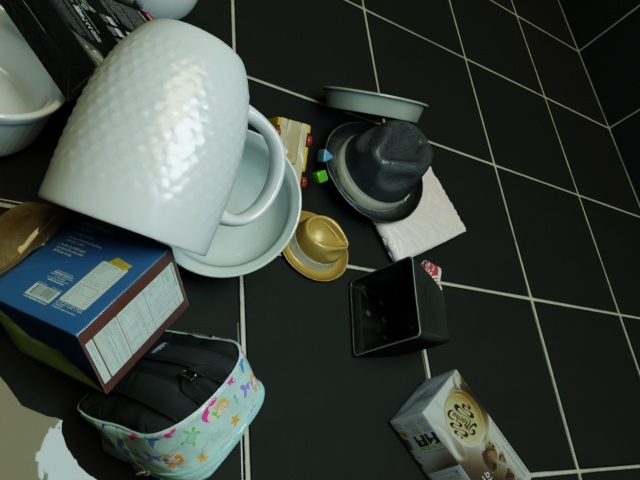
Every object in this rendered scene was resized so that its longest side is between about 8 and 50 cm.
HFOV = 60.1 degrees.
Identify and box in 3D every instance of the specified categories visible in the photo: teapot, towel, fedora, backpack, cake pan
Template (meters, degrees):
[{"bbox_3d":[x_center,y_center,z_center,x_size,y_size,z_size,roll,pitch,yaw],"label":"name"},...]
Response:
[{"bbox_3d":[-0.383,-0.664,1.309,0.252,0.187,0.256,-26,83,-42],"label":"teapot"},{"bbox_3d":[0.233,-0.123,1.551,0.316,0.053,0.332,-18,76,-42],"label":"towel"},{"bbox_3d":[0.176,-0.209,1.418,0.333,0.152,0.334,18,55,-28],"label":"fedora"},{"bbox_3d":[0.000,0.000,1.291,0.194,0.079,0.194,18,56,-29],"label":"fedora"},{"bbox_3d":[-0.218,0.258,0.869,0.225,0.253,0.191,-47,119,-43],"label":"backpack"},{"bbox_3d":[0.144,-0.366,1.503,0.293,0.293,0.054,1,105,-36],"label":"cake pan"}]

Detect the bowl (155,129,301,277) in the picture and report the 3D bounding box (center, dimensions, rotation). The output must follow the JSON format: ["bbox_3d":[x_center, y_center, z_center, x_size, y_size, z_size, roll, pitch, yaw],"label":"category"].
[{"bbox_3d":[-0.188,-0.068,1.116,0.297,0.134,0.298,0,83,-4],"label":"bowl"}]

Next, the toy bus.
[{"bbox_3d":[-0.093,-0.190,1.312,0.202,0.104,0.191,-41,114,-24],"label":"toy bus"}]

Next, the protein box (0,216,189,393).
[{"bbox_3d":[-0.358,0.092,0.874,0.199,0.136,0.201,16,44,23],"label":"protein box"}]

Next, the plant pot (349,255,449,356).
[{"bbox_3d":[0.194,0.174,1.281,0.167,0.188,0.188,26,51,-39],"label":"plant pot"}]

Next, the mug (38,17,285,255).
[{"bbox_3d":[-0.225,-0.157,0.939,0.374,0.276,0.328,23,84,-34],"label":"mug"}]

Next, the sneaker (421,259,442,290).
[{"bbox_3d":[0.287,0.105,1.469,0.067,0.042,0.119,33,42,-22],"label":"sneaker"}]

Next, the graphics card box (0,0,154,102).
[{"bbox_3d":[-0.406,-0.374,1.090,0.233,0.094,0.371,55,17,1],"label":"graphics card box"}]

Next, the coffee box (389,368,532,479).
[{"bbox_3d":[0.314,0.467,1.232,0.168,0.119,0.297,-32,86,-44],"label":"coffee box"}]

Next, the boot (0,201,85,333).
[{"bbox_3d":[-0.521,0.054,0.887,0.115,0.112,0.305,23,52,13],"label":"boot"}]

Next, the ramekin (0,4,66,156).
[{"bbox_3d":[-0.591,-0.276,0.944,0.277,0.135,0.277,29,40,-28],"label":"ramekin"}]
